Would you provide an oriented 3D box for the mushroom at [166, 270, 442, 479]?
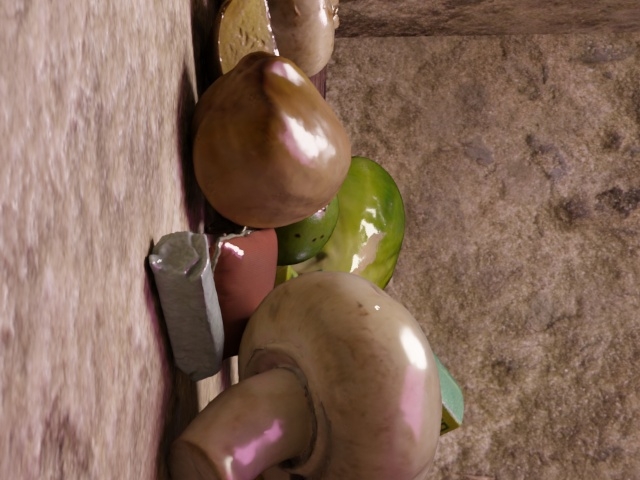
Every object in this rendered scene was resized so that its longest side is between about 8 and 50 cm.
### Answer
[{"bbox_3d":[0.012,0.216,1.521,0.356,0.315,0.315,-78,168,-48],"label":"mushroom"}]

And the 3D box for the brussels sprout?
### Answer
[{"bbox_3d":[0.000,0.000,2.174,0.371,0.275,0.315,-58,161,-66],"label":"brussels sprout"}]

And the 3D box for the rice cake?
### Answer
[{"bbox_3d":[-0.145,0.071,1.407,0.206,0.063,0.069,86,3,-46],"label":"rice cake"}]

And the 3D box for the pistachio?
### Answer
[{"bbox_3d":[-0.058,-0.111,1.634,0.260,0.163,0.213,35,83,-44],"label":"pistachio"}]

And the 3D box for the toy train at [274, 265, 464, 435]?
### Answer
[{"bbox_3d":[0.030,0.178,1.922,0.369,0.237,0.150,51,21,-26],"label":"toy train"}]

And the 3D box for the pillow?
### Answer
[{"bbox_3d":[-0.116,0.071,1.636,0.171,0.075,0.179,-15,116,-65],"label":"pillow"}]

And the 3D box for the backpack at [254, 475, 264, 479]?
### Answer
[{"bbox_3d":[0.000,0.538,1.944,0.353,0.201,0.378,37,43,-38],"label":"backpack"}]

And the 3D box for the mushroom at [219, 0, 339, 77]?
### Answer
[{"bbox_3d":[-0.051,-0.349,1.843,0.226,0.178,0.226,55,-16,24],"label":"mushroom"}]

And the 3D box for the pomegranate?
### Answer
[{"bbox_3d":[-0.078,-0.048,1.793,0.224,0.181,0.182,-4,95,-57],"label":"pomegranate"}]

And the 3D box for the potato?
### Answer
[{"bbox_3d":[-0.111,-0.249,1.717,0.138,0.098,0.243,43,-28,55],"label":"potato"}]
